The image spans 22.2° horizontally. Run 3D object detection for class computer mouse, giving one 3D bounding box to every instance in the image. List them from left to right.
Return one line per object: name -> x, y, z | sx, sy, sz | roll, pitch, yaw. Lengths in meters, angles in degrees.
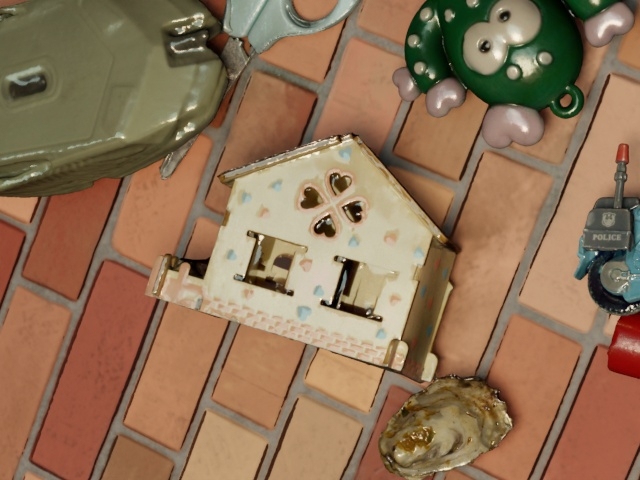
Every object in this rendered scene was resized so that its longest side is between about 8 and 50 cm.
computer mouse -> -0.309, -0.168, 1.947 | 0.428, 0.145, 0.228 | -14, 72, 12

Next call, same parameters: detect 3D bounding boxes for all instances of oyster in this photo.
oyster -> 0.132, 0.211, 1.806 | 0.105, 0.056, 0.177 | 37, 121, -6

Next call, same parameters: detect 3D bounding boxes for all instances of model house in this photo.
model house -> 0.000, 0.000, 1.823 | 0.326, 0.169, 0.244 | 16, 88, 16

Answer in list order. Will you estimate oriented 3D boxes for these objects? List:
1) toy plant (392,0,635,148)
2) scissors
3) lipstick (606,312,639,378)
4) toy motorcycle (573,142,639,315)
toy plant -> 0.203, -0.223, 1.760 | 0.243, 0.112, 0.233 | 30, 99, 25
scissors -> -0.098, -0.222, 1.922 | 0.191, 0.029, 0.360 | 36, 102, 16
lipstick -> 0.440, 0.139, 1.689 | 0.279, 0.073, 0.073 | 15, 96, 21
toy motorcycle -> 0.397, -0.005, 1.676 | 0.272, 0.123, 0.182 | 1, 75, 27
